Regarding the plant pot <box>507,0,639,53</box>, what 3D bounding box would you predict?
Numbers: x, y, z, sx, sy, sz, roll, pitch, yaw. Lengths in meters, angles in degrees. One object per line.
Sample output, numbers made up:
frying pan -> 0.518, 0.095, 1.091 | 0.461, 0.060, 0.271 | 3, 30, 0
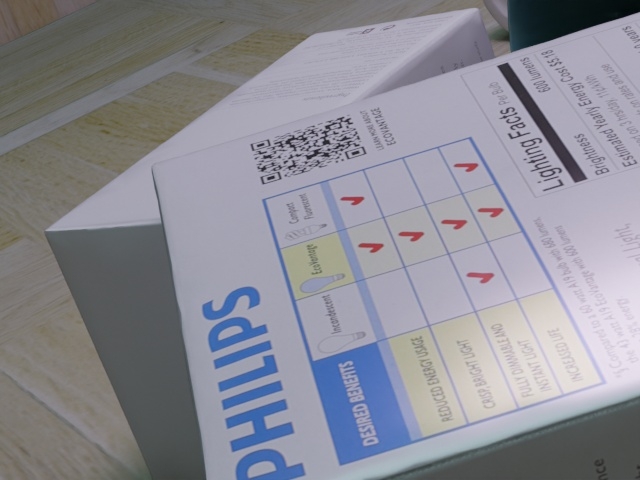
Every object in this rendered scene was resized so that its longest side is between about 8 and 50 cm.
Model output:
plant pot -> 0.306, -0.161, 1.389 | 0.235, 0.293, 0.293 | -10, 17, -15

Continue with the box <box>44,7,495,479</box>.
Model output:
box -> 0.000, 0.000, 1.354 | 0.168, 0.215, 0.345 | -4, 25, 40

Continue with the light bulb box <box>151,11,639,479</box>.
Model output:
light bulb box -> 0.127, 0.071, 0.931 | 0.361, 0.225, 0.358 | -18, 29, -1

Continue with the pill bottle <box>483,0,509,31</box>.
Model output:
pill bottle -> 0.285, -0.319, 2.037 | 0.216, 0.121, 0.121 | -32, 22, -29
